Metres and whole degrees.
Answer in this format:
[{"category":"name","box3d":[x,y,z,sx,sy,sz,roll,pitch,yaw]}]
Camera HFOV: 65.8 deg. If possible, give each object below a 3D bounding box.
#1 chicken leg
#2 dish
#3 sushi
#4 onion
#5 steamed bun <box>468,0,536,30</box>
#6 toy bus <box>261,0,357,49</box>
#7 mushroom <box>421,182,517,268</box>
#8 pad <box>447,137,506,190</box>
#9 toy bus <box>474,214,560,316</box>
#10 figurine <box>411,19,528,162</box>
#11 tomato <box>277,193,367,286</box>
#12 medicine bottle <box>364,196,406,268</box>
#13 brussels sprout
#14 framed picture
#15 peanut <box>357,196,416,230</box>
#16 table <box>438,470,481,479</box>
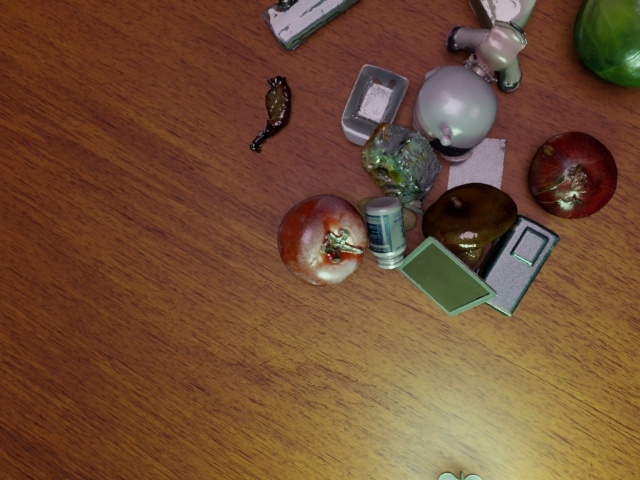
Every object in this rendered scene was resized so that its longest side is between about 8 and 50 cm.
[{"category":"chicken leg","box3d":[-0.152,-0.394,1.563,0.106,0.051,0.253,22,96,14]},{"category":"dish","box3d":[0.159,-0.400,1.505,0.154,0.064,0.234,24,94,8]},{"category":"sushi","box3d":[0.238,-0.210,1.421,0.274,0.184,0.139,49,67,-28]},{"category":"onion","box3d":[0.712,-0.180,1.386,0.248,0.161,0.248,0,92,-12]},{"category":"steamed bun","box3d":[0.515,-0.707,1.397,0.164,0.146,0.242,-25,86,12]},{"category":"toy bus","box3d":[-0.016,-0.723,1.504,0.317,0.112,0.138,-32,91,10]},{"category":"mushroom","box3d":[0.427,-0.049,1.390,0.267,0.254,0.267,-26,46,31]},{"category":"pad","box3d":[0.467,-0.194,1.493,0.158,0.003,0.235,6,93,9]},{"category":"toy bus","box3d":[0.542,0.067,1.407,0.138,0.167,0.275,31,95,7]},{"category":"figurine","box3d":[0.401,-0.424,1.391,0.253,0.211,0.361,34,95,7]},{"category":"tomato","box3d":[0.000,0.000,1.454,0.270,0.227,0.270,-6,102,-30]},{"category":"medicine bottle","box3d":[0.189,-0.021,1.422,0.107,0.107,0.191,-7,113,9]},{"category":"brussels sprout","box3d":[0.817,-0.577,1.275,0.281,0.289,0.355,-17,115,9]},{"category":"framed picture","box3d":[0.345,0.106,1.394,0.232,0.296,0.019,42,69,5]},{"category":"peanut","box3d":[0.201,-0.083,1.499,0.187,0.082,0.082,23,95,7]},{"category":"table","box3d":[0.418,0.789,1.431,0.166,0.198,0.166,0,92,9]}]
